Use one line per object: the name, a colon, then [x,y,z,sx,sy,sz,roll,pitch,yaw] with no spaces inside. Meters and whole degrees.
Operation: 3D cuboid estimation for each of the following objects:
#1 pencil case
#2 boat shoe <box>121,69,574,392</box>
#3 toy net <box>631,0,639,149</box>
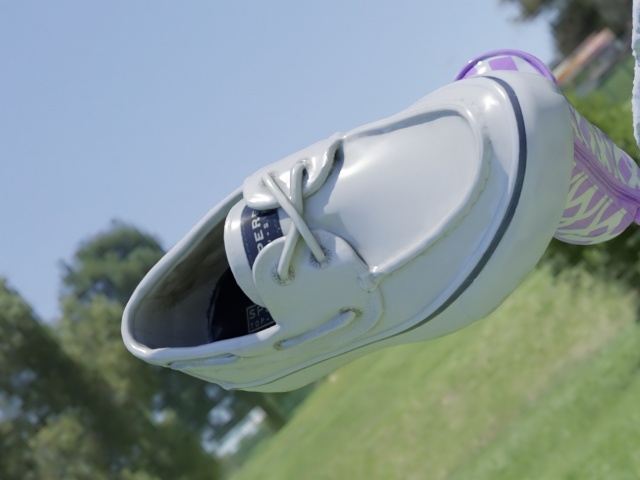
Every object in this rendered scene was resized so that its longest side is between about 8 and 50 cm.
pencil case: [0.154,-0.060,1.202,0.206,0.088,0.086,30,-110,-60]
boat shoe: [0.000,0.000,0.780,0.088,0.096,0.267,5,-20,-33]
toy net: [0.152,-0.014,0.573,0.122,0.045,0.232,-53,-42,-33]
